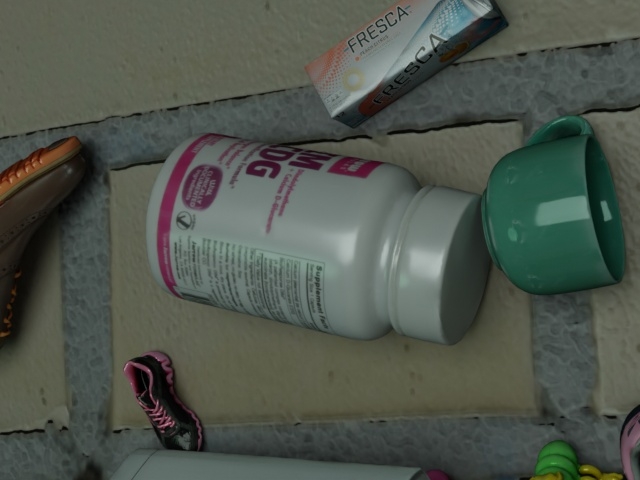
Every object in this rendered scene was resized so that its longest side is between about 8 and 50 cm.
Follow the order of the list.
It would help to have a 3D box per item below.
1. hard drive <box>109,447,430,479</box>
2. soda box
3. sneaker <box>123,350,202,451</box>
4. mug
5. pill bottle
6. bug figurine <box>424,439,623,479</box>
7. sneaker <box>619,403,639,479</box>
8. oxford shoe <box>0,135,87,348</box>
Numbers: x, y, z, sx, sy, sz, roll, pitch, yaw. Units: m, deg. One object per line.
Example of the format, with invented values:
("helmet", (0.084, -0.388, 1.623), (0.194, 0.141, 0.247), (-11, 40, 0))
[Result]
("hard drive", (-0.097, 0.280, 1.053), (0.353, 0.233, 0.047), (-4, 126, 41))
("soda box", (0.079, -0.181, 1.153), (0.183, 0.058, 0.063), (-33, 73, 17))
("sneaker", (-0.161, 0.165, 1.220), (0.047, 0.057, 0.119), (-34, 74, 15))
("mug", (0.198, -0.024, 1.058), (0.097, 0.158, 0.129), (-12, 107, 23))
("pill bottle", (0.000, 0.000, 1.112), (0.283, 0.160, 0.160), (11, 89, 23))
("bug figurine", (0.131, 0.248, 1.007), (0.279, 0.216, 0.072), (-20, 109, 24))
("sneaker", (0.334, 0.266, 0.955), (0.112, 0.131, 0.319), (-40, 71, 14))
("oxford shoe", (-0.361, 0.040, 1.307), (0.364, 0.130, 0.133), (-44, 102, 6))
